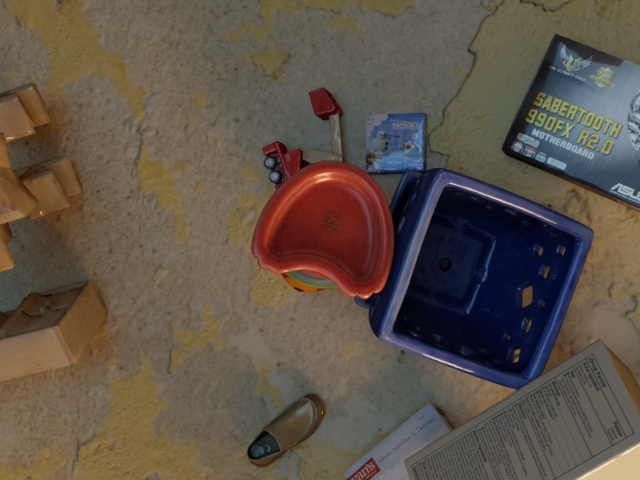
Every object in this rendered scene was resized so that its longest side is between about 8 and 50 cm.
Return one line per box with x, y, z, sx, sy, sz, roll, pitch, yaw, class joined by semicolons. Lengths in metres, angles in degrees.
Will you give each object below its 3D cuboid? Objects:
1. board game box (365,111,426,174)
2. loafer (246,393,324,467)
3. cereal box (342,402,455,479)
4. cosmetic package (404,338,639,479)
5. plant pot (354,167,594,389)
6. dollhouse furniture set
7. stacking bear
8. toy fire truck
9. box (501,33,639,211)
0.113;-0.145;1.565;0.090;0.020;0.090;-1;85;18;board game box
-0.054;0.290;1.572;0.056;0.050;0.148;45;100;15;loafer
0.161;0.375;1.471;0.173;0.047;0.240;-40;60;11;cereal box
0.273;0.281;1.314;0.309;0.113;0.160;-34;41;18;cosmetic package
0.188;0.040;1.404;0.236;0.212;0.235;20;94;-15;plant pot
-0.538;0.011;1.597;0.257;0.362;0.394;-15;112;14;dollhouse furniture set
0.000;0.000;1.434;0.175;0.289;0.164;17;79;-2;stacking bear
-0.014;-0.121;1.590;0.135;0.047;0.192;-21;81;13;toy fire truck
0.397;-0.161;1.458;0.231;0.056;0.183;26;95;17;box
